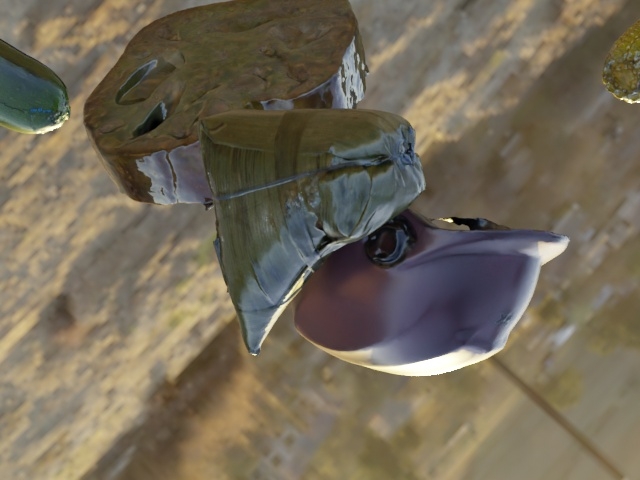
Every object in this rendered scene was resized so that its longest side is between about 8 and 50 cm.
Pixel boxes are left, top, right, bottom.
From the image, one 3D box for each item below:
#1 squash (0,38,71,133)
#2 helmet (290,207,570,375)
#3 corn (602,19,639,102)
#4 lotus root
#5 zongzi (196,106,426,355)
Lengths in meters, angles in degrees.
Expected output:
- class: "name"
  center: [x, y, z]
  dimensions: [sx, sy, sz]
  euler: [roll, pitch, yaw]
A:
- class: "squash"
  center: [-0.399, -0.208, 1.523]
  dimensions: [0.087, 0.331, 0.087]
  euler: [-53, -170, 14]
- class: "helmet"
  center: [0.104, 0.056, 1.726]
  dimensions: [0.271, 0.338, 0.197]
  euler: [11, 91, -58]
- class: "corn"
  center: [0.338, -0.185, 1.339]
  dimensions: [0.231, 0.080, 0.080]
  euler: [-30, 152, -35]
- class: "lotus root"
  center: [-0.125, -0.199, 1.945]
  dimensions: [0.390, 0.375, 0.111]
  euler: [-34, 126, -17]
- class: "zongzi"
  center: [0.000, 0.000, 1.549]
  dimensions: [0.125, 0.251, 0.274]
  euler: [-20, 109, -49]
